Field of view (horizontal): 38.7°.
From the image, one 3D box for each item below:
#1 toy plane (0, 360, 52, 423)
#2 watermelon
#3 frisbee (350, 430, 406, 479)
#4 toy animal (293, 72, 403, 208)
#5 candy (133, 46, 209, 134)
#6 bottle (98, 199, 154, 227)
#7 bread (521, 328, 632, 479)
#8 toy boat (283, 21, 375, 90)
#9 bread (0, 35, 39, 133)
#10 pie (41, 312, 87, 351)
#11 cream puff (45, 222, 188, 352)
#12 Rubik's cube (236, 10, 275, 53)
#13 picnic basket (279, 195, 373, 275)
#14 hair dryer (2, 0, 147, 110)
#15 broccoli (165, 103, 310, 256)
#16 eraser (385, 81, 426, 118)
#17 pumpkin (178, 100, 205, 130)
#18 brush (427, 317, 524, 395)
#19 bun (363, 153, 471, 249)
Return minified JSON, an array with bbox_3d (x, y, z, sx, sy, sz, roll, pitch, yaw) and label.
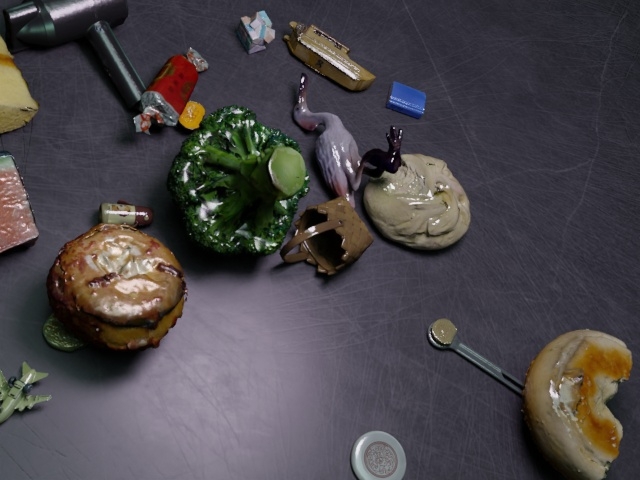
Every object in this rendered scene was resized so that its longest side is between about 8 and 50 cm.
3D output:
[{"bbox_3d":[-0.503,0.254,1.509,0.102,0.040,0.111,22,54,14],"label":"toy plane"},{"bbox_3d":[-0.607,-0.031,1.566,0.226,0.148,0.318,32,59,-11],"label":"watermelon"},{"bbox_3d":[0.108,0.404,1.675,0.110,0.014,0.110,9,61,-17],"label":"frisbee"},{"bbox_3d":[0.037,-0.196,1.906,0.324,0.195,0.090,36,13,32],"label":"toy animal"},{"bbox_3d":[-0.301,-0.303,1.843,0.086,0.059,0.292,48,42,-26],"label":"candy"},{"bbox_3d":[-0.364,-0.049,1.715,0.101,0.047,0.063,1,73,-22],"label":"bottle"},{"bbox_3d":[0.478,0.315,1.764,0.192,0.171,0.314,22,60,-18],"label":"bread"},{"bbox_3d":[0.022,-0.415,2.040,0.226,0.068,0.088,32,52,-2],"label":"toy boat"},{"bbox_3d":[-0.663,-0.333,1.674,0.236,0.198,0.263,-20,70,-35],"label":"bread"},{"bbox_3d":[-0.442,0.158,1.595,0.085,0.017,0.085,10,58,-17],"label":"pie"},{"bbox_3d":[-0.351,0.090,1.578,0.240,0.164,0.240,17,38,-14],"label":"cream puff"},{"bbox_3d":[-0.135,-0.460,1.997,0.073,0.084,0.075,-23,90,-24],"label":"Rubik's cube"},{"bbox_3d":[0.000,0.000,1.777,0.179,0.128,0.137,-17,67,-45],"label":"picnic basket"},{"bbox_3d":[-0.469,-0.374,1.821,0.244,0.116,0.302,-30,84,-28],"label":"hair dryer"},{"bbox_3d":[-0.129,-0.116,1.700,0.298,0.297,0.297,9,75,-36],"label":"broccoli"},{"bbox_3d":[0.196,-0.320,2.079,0.085,0.027,0.063,19,58,-11],"label":"eraser"},{"bbox_3d":[-0.265,-0.250,1.868,0.050,0.028,0.083,24,50,-5],"label":"pumpkin"},{"bbox_3d":[0.331,0.245,1.835,0.266,0.027,0.062,34,58,-2],"label":"brush"},{"bbox_3d":[0.210,-0.090,1.912,0.237,0.116,0.209,11,60,-16],"label":"bun"}]
